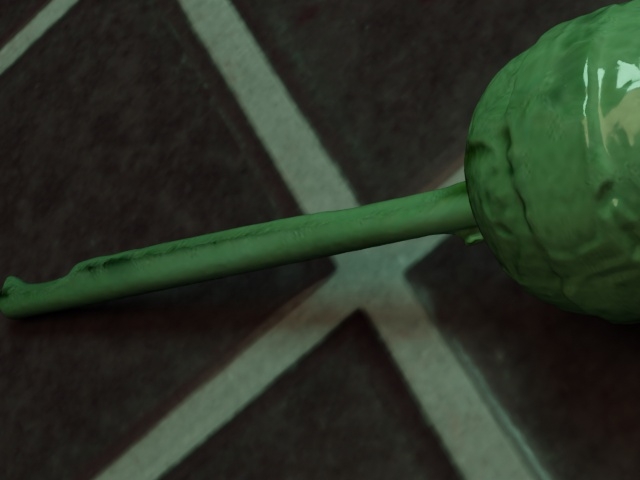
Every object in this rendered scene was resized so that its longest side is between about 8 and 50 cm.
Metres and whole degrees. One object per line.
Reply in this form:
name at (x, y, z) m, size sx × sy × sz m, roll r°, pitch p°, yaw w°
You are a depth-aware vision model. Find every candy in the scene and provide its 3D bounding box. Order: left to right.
candy at (0.000, 0.000, 0.654) m, size 0.439 × 0.119 × 0.119 m, roll -13°, pitch 60°, yaw 39°
